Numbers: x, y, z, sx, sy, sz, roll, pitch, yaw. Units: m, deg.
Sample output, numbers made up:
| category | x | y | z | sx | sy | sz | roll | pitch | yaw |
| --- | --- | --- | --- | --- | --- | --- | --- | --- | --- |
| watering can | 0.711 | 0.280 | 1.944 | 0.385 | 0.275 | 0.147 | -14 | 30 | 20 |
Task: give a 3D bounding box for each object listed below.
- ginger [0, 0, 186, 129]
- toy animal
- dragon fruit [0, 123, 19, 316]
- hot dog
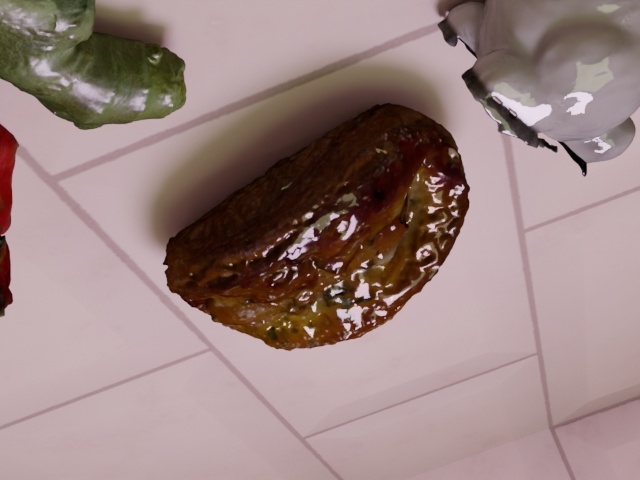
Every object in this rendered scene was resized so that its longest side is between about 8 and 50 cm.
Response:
| category | x | y | z | sx | sy | sz | roll | pitch | yaw |
| --- | --- | --- | --- | --- | --- | --- | --- | --- | --- |
| ginger | -0.221 | -0.177 | 0.791 | 0.137 | 0.089 | 0.290 | -39 | 143 | -1 |
| toy animal | 0.291 | -0.249 | 0.859 | 0.258 | 0.194 | 0.357 | 26 | 120 | -36 |
| dragon fruit | -0.363 | -0.029 | 0.666 | 0.249 | 0.386 | 0.371 | -17 | 123 | 22 |
| hot dog | 0.000 | 0.000 | 1.091 | 0.387 | 0.174 | 0.267 | -32 | 144 | 23 |
